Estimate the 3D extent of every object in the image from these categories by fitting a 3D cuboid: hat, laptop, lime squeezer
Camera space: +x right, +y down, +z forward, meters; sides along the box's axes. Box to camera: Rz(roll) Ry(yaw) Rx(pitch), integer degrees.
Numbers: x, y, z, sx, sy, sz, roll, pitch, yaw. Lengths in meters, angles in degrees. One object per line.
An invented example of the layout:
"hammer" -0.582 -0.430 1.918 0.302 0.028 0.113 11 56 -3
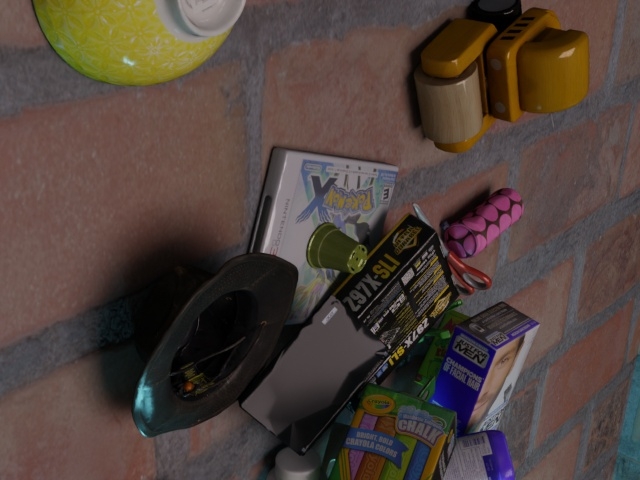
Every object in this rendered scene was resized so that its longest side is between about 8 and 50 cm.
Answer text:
"hat" -0.180 0.123 1.366 0.331 0.134 0.331 -36 150 -25
"laptop" -0.004 0.235 1.597 0.234 0.136 0.264 -48 172 -6
"lime squeezer" 0.229 0.166 1.960 0.110 0.058 0.310 -32 179 16

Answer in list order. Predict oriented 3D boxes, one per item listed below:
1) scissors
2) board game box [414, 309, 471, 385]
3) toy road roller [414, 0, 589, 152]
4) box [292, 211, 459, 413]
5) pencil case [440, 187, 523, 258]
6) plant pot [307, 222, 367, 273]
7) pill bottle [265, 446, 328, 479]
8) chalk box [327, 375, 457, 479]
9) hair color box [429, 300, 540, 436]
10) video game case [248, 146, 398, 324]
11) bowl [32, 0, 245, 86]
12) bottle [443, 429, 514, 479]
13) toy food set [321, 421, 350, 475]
"scissors" 0.247 0.024 1.954 0.297 0.109 0.021 42 60 -28
"board game box" 0.291 0.252 2.080 0.043 0.092 0.181 35 79 -53
"toy road roller" 0.352 -0.309 1.748 0.329 0.241 0.202 -44 137 -30
"box" 0.112 0.140 1.736 0.322 0.079 0.257 -47 148 -11
"pencil case" 0.349 -0.039 2.015 0.209 0.098 0.095 -31 85 -40
"plant pot" 0.034 0.020 1.578 0.083 0.079 0.083 -26 126 -43
"pill bottle" -0.045 0.493 1.742 0.117 0.117 0.215 -24 126 -45
"chalk box" 0.144 0.386 1.737 0.180 0.179 0.289 77 34 -59
"hair color box" 0.319 0.311 1.948 0.185 0.110 0.338 -19 131 -48
"video game case" 0.000 0.000 1.621 0.329 0.036 0.299 1 106 -53
"bowl" -0.181 -0.313 1.125 0.289 0.156 0.289 -28 129 -42
"bottle" 0.233 0.454 1.841 0.092 0.283 0.118 72 5 -60
"toy food set" 0.096 0.512 1.958 0.306 0.092 0.219 27 75 -48
